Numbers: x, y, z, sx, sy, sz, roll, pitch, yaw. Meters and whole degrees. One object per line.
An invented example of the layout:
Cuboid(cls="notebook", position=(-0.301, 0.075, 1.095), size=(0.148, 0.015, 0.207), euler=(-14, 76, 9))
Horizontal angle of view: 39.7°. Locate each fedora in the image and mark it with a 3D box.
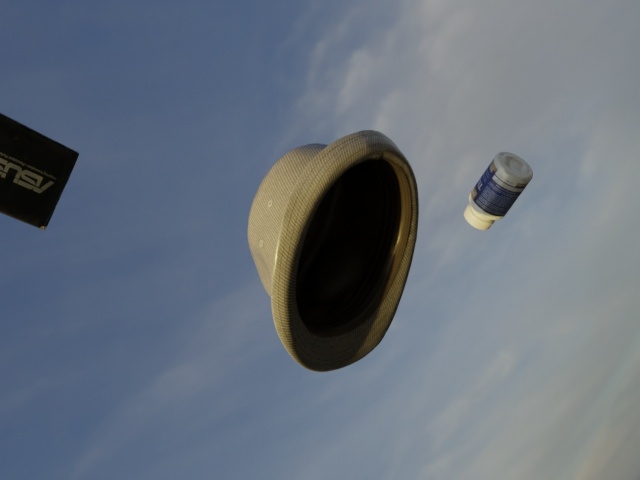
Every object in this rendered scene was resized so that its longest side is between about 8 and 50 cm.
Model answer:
Cuboid(cls="fedora", position=(0.000, 0.000, 1.025), size=(0.243, 0.124, 0.276), euler=(-16, -61, -44))

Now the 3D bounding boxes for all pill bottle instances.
Cuboid(cls="pill bottle", position=(0.275, -0.075, 1.391), size=(0.067, 0.067, 0.120), euler=(-28, -25, -47))

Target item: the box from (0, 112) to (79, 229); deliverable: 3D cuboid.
Cuboid(cls="box", position=(-0.318, -0.100, 0.547), size=(0.270, 0.216, 0.060), euler=(29, -98, -50))
